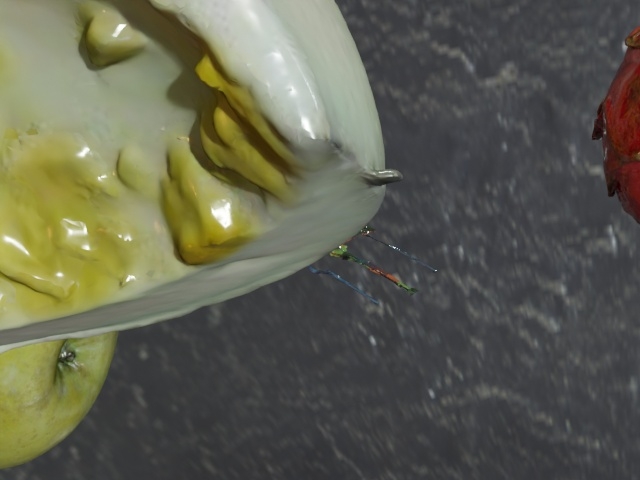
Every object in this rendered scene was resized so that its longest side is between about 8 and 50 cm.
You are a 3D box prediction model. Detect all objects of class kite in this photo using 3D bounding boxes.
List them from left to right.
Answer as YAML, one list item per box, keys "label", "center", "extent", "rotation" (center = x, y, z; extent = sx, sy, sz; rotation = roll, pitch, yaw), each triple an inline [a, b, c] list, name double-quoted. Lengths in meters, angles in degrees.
- label: "kite"
  center: [0.000, 0.000, 1.403]
  extent: [0.160, 0.183, 0.010]
  rotation: [30, 106, 12]

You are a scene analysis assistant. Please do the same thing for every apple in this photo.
- label: "apple"
  center: [-0.300, 0.086, 1.773]
  extent: [0.194, 0.261, 0.260]
  rotation: [20, 75, 24]

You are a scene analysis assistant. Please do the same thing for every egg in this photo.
- label: "egg"
  center: [-0.112, -0.054, 0.609]
  extent: [0.271, 0.206, 0.161]
  rotation: [-15, 78, 15]

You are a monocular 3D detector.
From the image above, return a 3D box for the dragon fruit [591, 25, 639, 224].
- label: "dragon fruit"
  center: [0.349, -0.101, 1.615]
  extent: [0.252, 0.241, 0.241]
  rotation: [-35, 67, 17]
